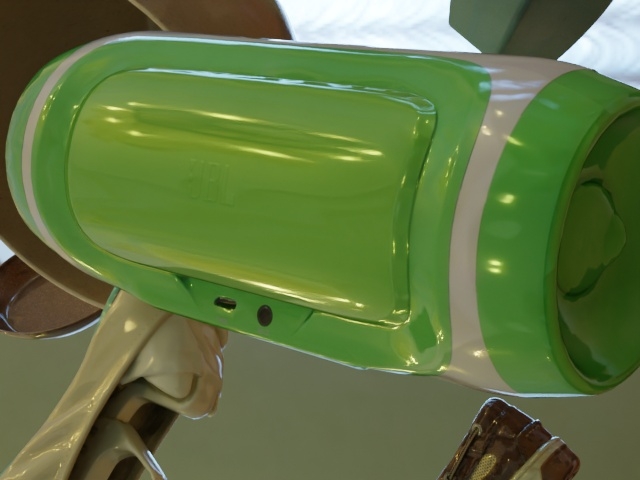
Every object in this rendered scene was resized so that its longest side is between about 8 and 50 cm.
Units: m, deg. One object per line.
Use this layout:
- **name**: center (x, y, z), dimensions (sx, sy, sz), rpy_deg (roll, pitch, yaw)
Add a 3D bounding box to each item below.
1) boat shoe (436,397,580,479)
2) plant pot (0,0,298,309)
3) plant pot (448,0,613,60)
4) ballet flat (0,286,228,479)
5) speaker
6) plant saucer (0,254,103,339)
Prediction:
- **boat shoe**: center (0.080, 0.225, 0.884), dimensions (0.257, 0.095, 0.095), rpy_deg (-50, -19, 13)
- **plant pot**: center (-0.120, -0.110, 0.850), dimensions (0.191, 0.284, 0.284), rpy_deg (-49, -39, -44)
- **plant pot**: center (0.275, -0.346, 1.486), dimensions (0.165, 0.166, 0.234), rpy_deg (2, -54, -40)
- **ballet flat**: center (-0.101, 0.098, 0.635), dimensions (0.248, 0.086, 0.086), rpy_deg (-59, -21, -11)
- **speaker**: center (-0.004, -0.021, 0.500), dimensions (0.131, 0.296, 0.131), rpy_deg (-16, -69, -47)
- **plant saucer**: center (-0.298, 0.056, 1.357), dimensions (0.199, 0.198, 0.036), rpy_deg (-72, -27, -53)
